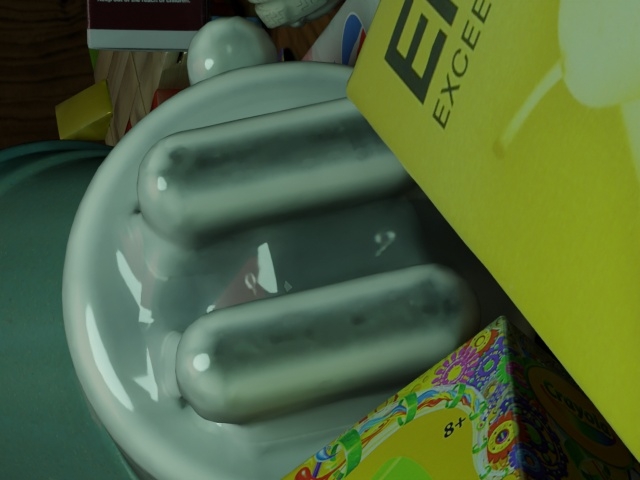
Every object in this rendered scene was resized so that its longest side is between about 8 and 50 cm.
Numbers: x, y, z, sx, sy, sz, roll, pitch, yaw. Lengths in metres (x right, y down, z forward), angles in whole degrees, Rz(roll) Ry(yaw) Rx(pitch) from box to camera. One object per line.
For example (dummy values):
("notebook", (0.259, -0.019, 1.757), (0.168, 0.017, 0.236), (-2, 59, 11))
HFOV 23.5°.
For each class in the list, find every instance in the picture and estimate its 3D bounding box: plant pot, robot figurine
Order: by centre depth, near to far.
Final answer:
("robot figurine", (-0.012, 0.042, 0.732), (0.353, 0.199, 0.300), (99, 162, -74))
("plant pot", (-0.112, 0.076, 1.091), (0.334, 0.341, 0.341), (-8, 90, 58))

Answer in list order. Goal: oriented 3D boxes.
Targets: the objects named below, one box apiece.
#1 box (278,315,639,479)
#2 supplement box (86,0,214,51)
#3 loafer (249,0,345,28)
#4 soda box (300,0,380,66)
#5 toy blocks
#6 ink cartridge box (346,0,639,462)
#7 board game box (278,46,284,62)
("box", (0.016, 0.233, 0.500), (0.177, 0.290, 0.279), (41, -156, -21))
("supplement box", (-0.098, -0.242, 0.887), (0.130, 0.073, 0.239), (-92, 3, -66))
("loafer", (0.005, -0.231, 0.927), (0.112, 0.111, 0.319), (56, -162, -32))
("soda box", (0.050, -0.085, 0.844), (0.263, 0.083, 0.092), (145, 116, -76))
("toy blocks", (-0.135, -0.143, 1.507), (0.261, 0.190, 0.381), (115, 147, -49))
("ink cartridge box", (0.102, -0.126, 0.317), (0.307, 0.072, 0.304), (53, 131, 48))
("board game box", (-0.053, -0.085, 1.347), (0.133, 0.033, 0.169), (-114, 26, -79))
